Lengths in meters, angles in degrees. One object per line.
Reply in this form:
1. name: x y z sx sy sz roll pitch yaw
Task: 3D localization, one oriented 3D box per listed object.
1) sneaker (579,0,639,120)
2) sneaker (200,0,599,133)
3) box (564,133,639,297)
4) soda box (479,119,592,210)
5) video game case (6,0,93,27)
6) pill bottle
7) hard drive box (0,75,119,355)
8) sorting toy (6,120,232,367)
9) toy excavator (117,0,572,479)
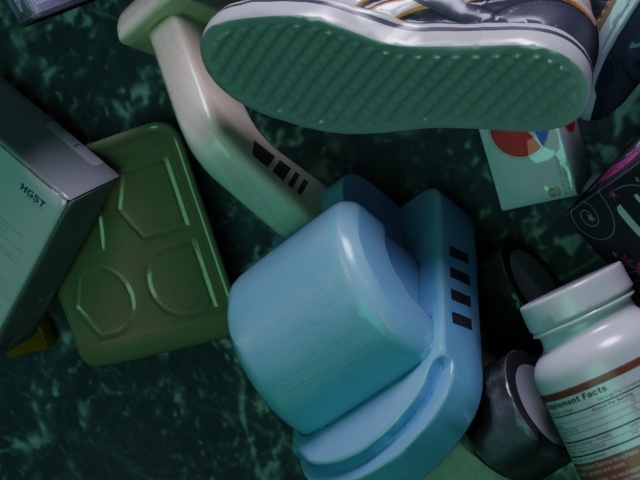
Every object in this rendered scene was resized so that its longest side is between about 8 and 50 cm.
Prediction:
1. sneaker: 0.324 -0.192 1.264 0.153 0.099 0.282 32 115 10
2. sneaker: 0.068 -0.165 1.274 0.321 0.127 0.126 7 137 15
3. box: 0.336 -0.059 1.218 0.142 0.163 0.247 47 150 1
4. soda box: 0.171 -0.140 1.360 0.074 0.069 0.216 -12 105 25
5. video game case: -0.284 -0.333 1.396 0.026 0.196 0.274 -25 98 25
6. pill bottle: 0.248 0.132 1.252 0.121 0.121 0.216 -27 86 27
7. hard drive box: -0.335 -0.023 1.563 0.181 0.089 0.232 40 123 10
8. sorting toy: -0.229 0.018 1.599 0.307 0.041 0.229 -15 100 32
9. toy excavator: 0.000 0.000 1.373 0.222 0.433 0.445 -35 122 28
